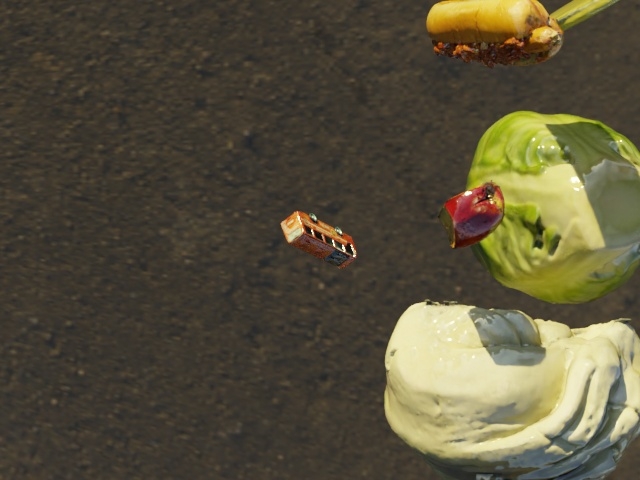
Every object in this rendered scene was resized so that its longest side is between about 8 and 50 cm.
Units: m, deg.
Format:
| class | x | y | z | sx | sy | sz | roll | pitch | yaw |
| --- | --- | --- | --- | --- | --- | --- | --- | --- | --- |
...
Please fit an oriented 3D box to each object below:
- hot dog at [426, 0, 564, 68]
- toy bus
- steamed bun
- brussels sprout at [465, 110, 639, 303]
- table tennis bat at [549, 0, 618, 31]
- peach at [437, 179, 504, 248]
| class | x | y | z | sx | sy | sz | roll | pitch | yaw |
| --- | --- | --- | --- | --- | --- | --- | --- | --- | --- |
| hot dog | 0.210 | -0.256 | 1.619 | 0.102 | 0.249 | 0.076 | 40 | 78 | -28 |
| toy bus | 0.000 | 0.000 | 1.513 | 0.110 | 0.031 | 0.043 | 26 | 35 | -47 |
| steamed bun | 0.221 | 0.193 | 1.447 | 0.320 | 0.275 | 0.206 | 8 | 73 | -1 |
| brussels sprout | 0.282 | -0.036 | 1.494 | 0.210 | 0.271 | 0.219 | 7 | 91 | -15 |
| table tennis bat | 0.440 | -0.363 | 1.835 | 0.224 | 0.368 | 0.054 | -33 | 97 | -19 |
| peach | 0.145 | -0.020 | 1.286 | 0.077 | 0.083 | 0.050 | -17 | 80 | -47 |
